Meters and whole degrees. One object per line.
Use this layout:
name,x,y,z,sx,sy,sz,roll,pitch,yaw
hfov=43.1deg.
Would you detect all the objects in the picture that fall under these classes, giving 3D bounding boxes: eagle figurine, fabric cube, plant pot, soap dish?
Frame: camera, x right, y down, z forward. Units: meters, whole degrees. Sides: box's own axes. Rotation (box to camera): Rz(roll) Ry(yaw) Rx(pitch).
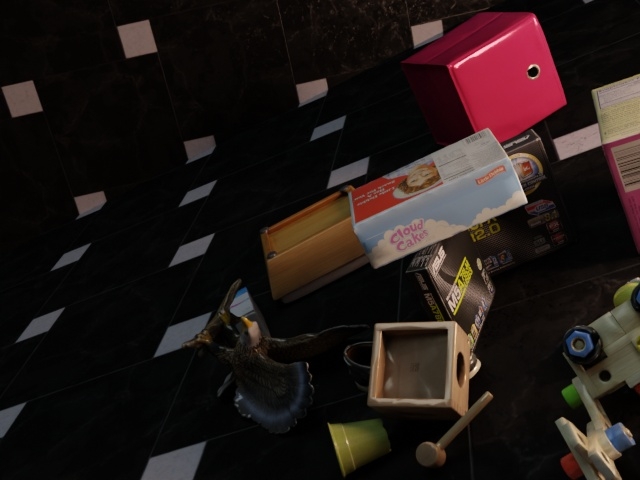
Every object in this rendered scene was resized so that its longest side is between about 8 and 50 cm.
eagle figurine,-0.090,0.208,1.448,0.298,0.225,0.226,18,88,22
fabric cube,0.404,-0.396,2.024,0.258,0.254,0.259,-32,23,-11
plant pot,0.059,0.296,1.185,0.079,0.083,0.083,-16,22,-3
soap dish,0.000,0.000,1.814,0.291,0.118,0.229,-28,23,3

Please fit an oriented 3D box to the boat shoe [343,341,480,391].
boat shoe,0.141,0.196,1.295,0.233,0.079,0.084,-7,28,37

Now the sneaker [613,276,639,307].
sneaker,0.464,0.115,1.097,0.094,0.081,0.208,-35,24,-11

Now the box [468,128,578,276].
box,0.294,-0.045,1.451,0.270,0.216,0.060,-23,24,9

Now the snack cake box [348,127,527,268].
snack cake box,0.183,-0.070,1.317,0.264,0.089,0.152,-24,25,10

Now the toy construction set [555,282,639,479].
toy construction set,0.414,0.162,0.965,0.328,0.151,0.215,-32,65,6

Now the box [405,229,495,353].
box,0.220,0.067,1.337,0.045,0.184,0.190,-11,27,32

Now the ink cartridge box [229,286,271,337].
ink cartridge box,-0.147,0.164,1.667,0.052,0.088,0.122,-29,23,-3

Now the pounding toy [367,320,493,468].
pounding toy,0.169,0.229,1.170,0.181,0.094,0.206,-4,64,25

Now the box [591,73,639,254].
box,0.550,-0.137,1.360,0.117,0.213,0.243,-17,25,23
